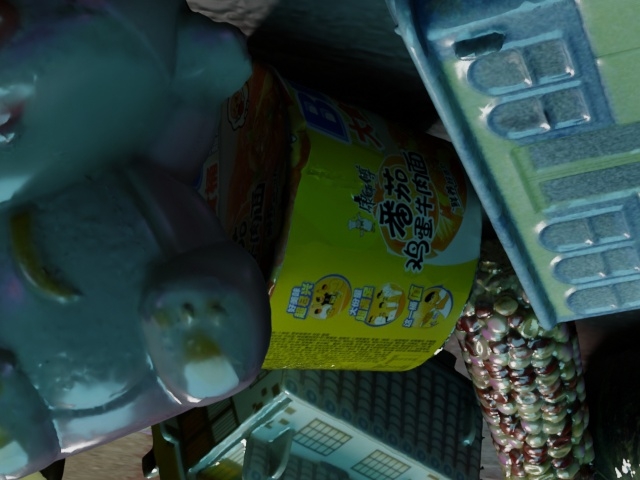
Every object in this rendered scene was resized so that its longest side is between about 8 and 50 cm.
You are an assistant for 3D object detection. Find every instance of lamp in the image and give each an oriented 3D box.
[{"bbox_3d":[-0.146,-0.047,0.717,0.247,0.301,0.247,-21,-178,4],"label":"lamp"}]

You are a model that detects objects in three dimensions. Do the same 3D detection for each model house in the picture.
[{"bbox_3d":[-0.015,0.143,1.028,0.215,0.198,0.224,-41,128,22],"label":"model house"}]

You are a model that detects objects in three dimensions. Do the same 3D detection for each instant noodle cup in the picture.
[{"bbox_3d":[0.000,0.000,0.838,0.153,0.205,0.205,13,145,-25],"label":"instant noodle cup"}]

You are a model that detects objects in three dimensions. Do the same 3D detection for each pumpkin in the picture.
[{"bbox_3d":[0.291,0.169,1.100,0.190,0.146,0.190,28,158,12],"label":"pumpkin"}]

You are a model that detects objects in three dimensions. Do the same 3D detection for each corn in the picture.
[{"bbox_3d":[0.161,0.123,1.015,0.092,0.092,0.281,-8,120,14],"label":"corn"}]

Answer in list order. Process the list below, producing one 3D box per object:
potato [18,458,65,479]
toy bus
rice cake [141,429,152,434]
[{"bbox_3d":[-0.301,0.190,1.238,0.103,0.066,0.096,-4,132,17],"label":"potato"},{"bbox_3d":[0.162,-0.093,0.723,0.190,0.152,0.312,-11,144,18],"label":"toy bus"},{"bbox_3d":[-0.061,0.172,1.207,0.365,0.056,0.072,20,140,-25],"label":"rice cake"}]
